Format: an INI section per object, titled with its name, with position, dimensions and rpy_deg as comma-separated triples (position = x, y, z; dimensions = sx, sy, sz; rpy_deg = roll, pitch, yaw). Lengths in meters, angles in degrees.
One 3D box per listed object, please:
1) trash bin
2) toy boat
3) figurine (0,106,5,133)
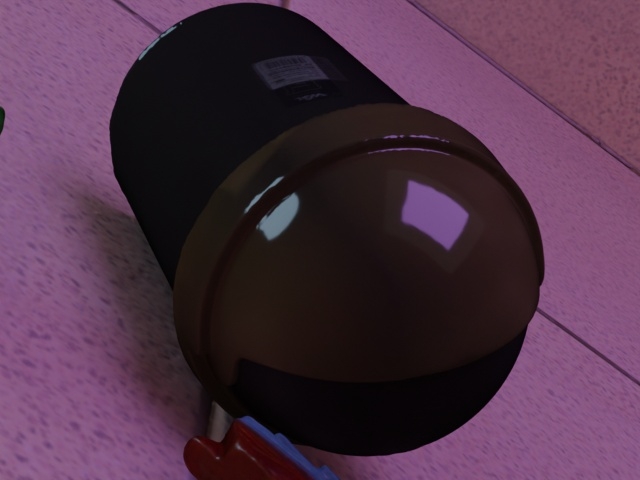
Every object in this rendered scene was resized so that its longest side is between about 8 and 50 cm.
[trash bin]
position = 0.000, 0.000, 1.161
dimensions = 0.214, 0.214, 0.334
rpy_deg = 28, 11, -34
[toy boat]
position = 0.000, 0.156, 0.968
dimensions = 0.058, 0.069, 0.173
rpy_deg = 4, 32, -50
[figurine]
position = -0.251, -0.080, 1.041
dimensions = 0.115, 0.095, 0.156
rpy_deg = 25, 24, 37
